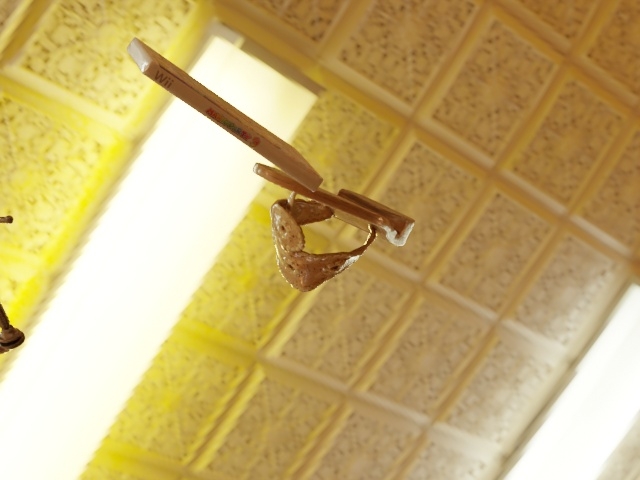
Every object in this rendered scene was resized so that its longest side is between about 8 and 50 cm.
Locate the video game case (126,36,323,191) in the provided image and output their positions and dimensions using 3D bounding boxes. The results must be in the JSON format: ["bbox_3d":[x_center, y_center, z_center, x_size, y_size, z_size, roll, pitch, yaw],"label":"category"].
[{"bbox_3d":[-0.057,-0.075,0.876,0.122,0.087,0.011,34,-84,-20],"label":"video game case"}]

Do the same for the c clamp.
[{"bbox_3d":[-0.290,0.040,1.228,0.022,0.137,0.161,-59,-33,-43],"label":"c clamp"}]

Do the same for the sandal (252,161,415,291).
[{"bbox_3d":[0.006,0.003,1.109,0.079,0.088,0.240,-66,-20,5],"label":"sandal"}]
